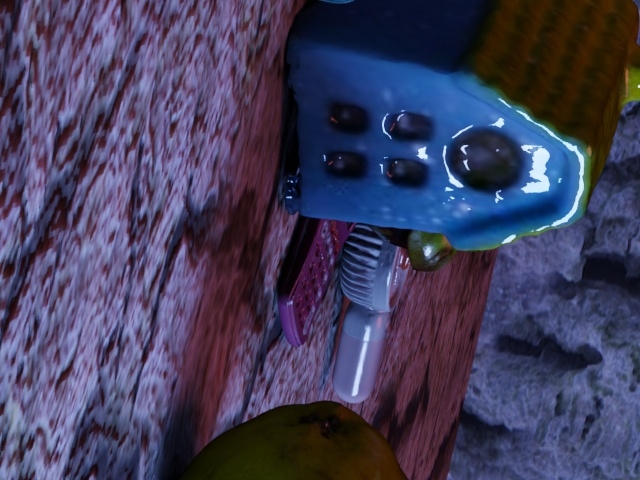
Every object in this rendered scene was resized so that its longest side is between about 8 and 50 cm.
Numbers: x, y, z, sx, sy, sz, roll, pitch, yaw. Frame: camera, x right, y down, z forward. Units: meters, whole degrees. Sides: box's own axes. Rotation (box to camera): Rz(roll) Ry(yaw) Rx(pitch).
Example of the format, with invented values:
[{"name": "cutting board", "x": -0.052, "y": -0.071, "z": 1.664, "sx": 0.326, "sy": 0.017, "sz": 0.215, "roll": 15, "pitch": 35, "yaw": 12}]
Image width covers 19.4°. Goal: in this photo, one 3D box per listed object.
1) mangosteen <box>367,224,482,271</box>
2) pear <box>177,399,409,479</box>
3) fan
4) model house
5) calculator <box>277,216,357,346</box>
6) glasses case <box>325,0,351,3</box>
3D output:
[{"name": "mangosteen", "x": 0.112, "y": -0.057, "z": 1.893, "sx": 0.184, "sy": 0.172, "sz": 0.172, "roll": -100, "pitch": -170, "yaw": -47}, {"name": "pear", "x": -0.030, "y": 0.252, "z": 1.460, "sx": 0.212, "sy": 0.212, "sz": 0.269, "roll": -48, "pitch": 159, "yaw": -69}, {"name": "fan", "x": 0.059, "y": 0.063, "z": 2.045, "sx": 0.130, "sy": 0.074, "sz": 0.244, "roll": -51, "pitch": 154, "yaw": -68}, {"name": "model house", "x": 0.133, "y": -0.135, "z": 1.608, "sx": 0.237, "sy": 0.303, "sz": 0.216, "roll": -64, "pitch": 157, "yaw": -47}, {"name": "calculator", "x": 0.000, "y": 0.000, "z": 1.771, "sx": 0.127, "sy": 0.034, "sz": 0.190, "roll": 82, "pitch": 29, "yaw": -66}, {"name": "glasses case", "x": 0.050, "y": -0.333, "z": 1.504, "sx": 0.117, "sy": 0.070, "sz": 0.301, "roll": 89, "pitch": 19, "yaw": -53}]
